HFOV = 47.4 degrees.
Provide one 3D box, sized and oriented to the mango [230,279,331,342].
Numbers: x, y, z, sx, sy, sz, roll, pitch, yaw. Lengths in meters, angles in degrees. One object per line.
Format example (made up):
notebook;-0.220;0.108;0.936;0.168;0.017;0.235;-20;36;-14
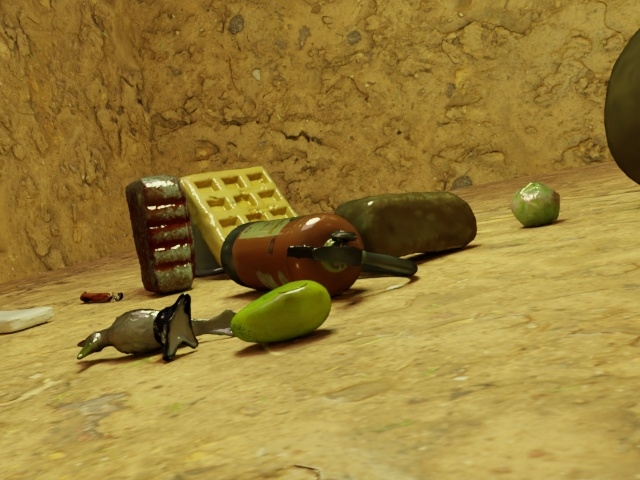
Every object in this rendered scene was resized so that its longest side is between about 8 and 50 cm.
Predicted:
mango;-0.041;0.076;0.755;0.108;0.056;0.073;-16;0;-18

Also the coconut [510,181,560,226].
coconut;0.381;-0.064;1.293;0.083;0.081;0.082;3;22;23

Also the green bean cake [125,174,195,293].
green bean cake;-0.314;-0.013;1.444;0.097;0.232;0.198;-9;0;-23

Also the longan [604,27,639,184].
longan;0.660;-0.237;1.199;0.405;0.336;0.404;-26;-27;-14

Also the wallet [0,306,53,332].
wallet;-0.587;0.151;1.358;0.190;0.033;0.095;-7;5;33

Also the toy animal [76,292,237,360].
toy animal;-0.200;0.108;0.836;0.202;0.070;0.105;-12;-9;20

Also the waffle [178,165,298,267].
waffle;-0.158;-0.049;1.533;0.221;0.248;0.055;-14;-31;-41

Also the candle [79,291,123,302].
candle;-0.454;0.117;1.502;0.167;0.021;0.026;-5;18;47

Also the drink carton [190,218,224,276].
drink carton;-0.230;-0.023;1.667;0.191;0.189;0.185;-15;10;-31

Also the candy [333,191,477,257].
candy;0.137;-0.025;1.163;0.234;0.102;0.104;-8;1;-34

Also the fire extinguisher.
fire extinguisher;-0.004;0.015;1.051;0.200;0.113;0.376;-13;5;-24
